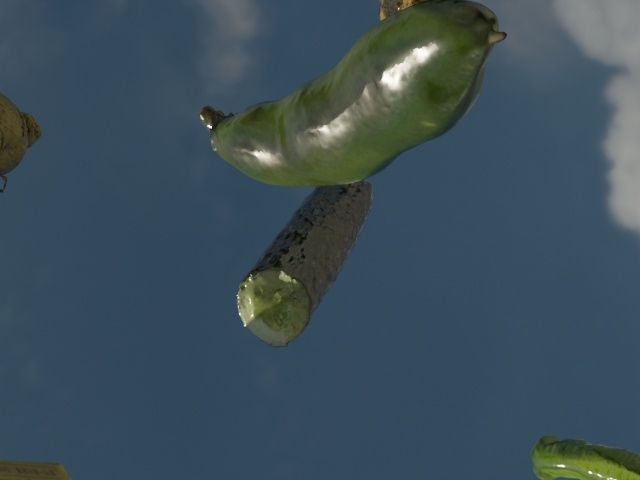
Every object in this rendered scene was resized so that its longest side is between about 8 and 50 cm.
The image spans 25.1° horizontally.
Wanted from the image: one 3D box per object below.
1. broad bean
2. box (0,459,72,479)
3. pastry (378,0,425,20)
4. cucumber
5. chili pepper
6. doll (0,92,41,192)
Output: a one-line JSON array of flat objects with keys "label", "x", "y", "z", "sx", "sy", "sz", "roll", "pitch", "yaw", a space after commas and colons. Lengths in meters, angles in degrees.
[{"label": "broad bean", "x": 0.011, "y": -0.060, "z": 0.675, "sx": 0.046, "sy": 0.254, "sz": 0.065, "roll": -23, "pitch": -86, "yaw": -31}, {"label": "box", "x": -0.291, "y": 0.202, "z": 0.930, "sx": 0.041, "sy": 0.153, "sz": 0.279, "roll": 49, "pitch": -167, "yaw": 25}, {"label": "pastry", "x": 0.091, "y": -0.220, "z": 1.305, "sx": 0.056, "sy": 0.140, "sz": 0.080, "roll": 33, "pitch": -98, "yaw": -10}, {"label": "cucumber", "x": 0.000, "y": 0.000, "z": 1.035, "sx": 0.052, "sy": 0.058, "sz": 0.215, "roll": 13, "pitch": -151, "yaw": 14}, {"label": "chili pepper", "x": 0.250, "y": 0.198, "z": 1.131, "sx": 0.050, "sy": 0.201, "sz": 0.052, "roll": -41, "pitch": -53, "yaw": -22}, {"label": "doll", "x": -0.345, "y": -0.058, "z": 1.343, "sx": 0.137, "sy": 0.097, "sz": 0.209, "roll": 39, "pitch": -119, "yaw": -36}]
